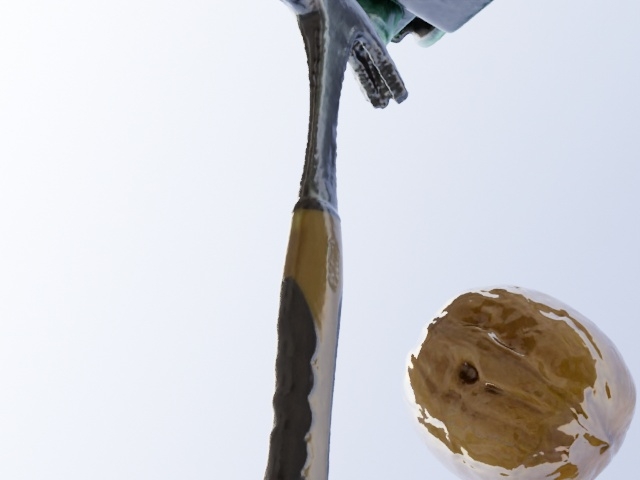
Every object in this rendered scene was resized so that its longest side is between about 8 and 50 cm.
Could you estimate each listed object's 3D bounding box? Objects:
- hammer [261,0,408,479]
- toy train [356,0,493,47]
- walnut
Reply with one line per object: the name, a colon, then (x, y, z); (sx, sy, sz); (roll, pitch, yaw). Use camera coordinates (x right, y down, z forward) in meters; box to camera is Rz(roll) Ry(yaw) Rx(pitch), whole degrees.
hammer: (0.000, 0.000, 0.344); (0.021, 0.078, 0.201); (-14, -117, 37)
toy train: (0.100, -0.294, 0.818); (0.238, 0.166, 0.299); (-27, -141, 66)
walnut: (0.186, 0.144, 0.959); (0.195, 0.195, 0.221); (-51, -138, -6)
